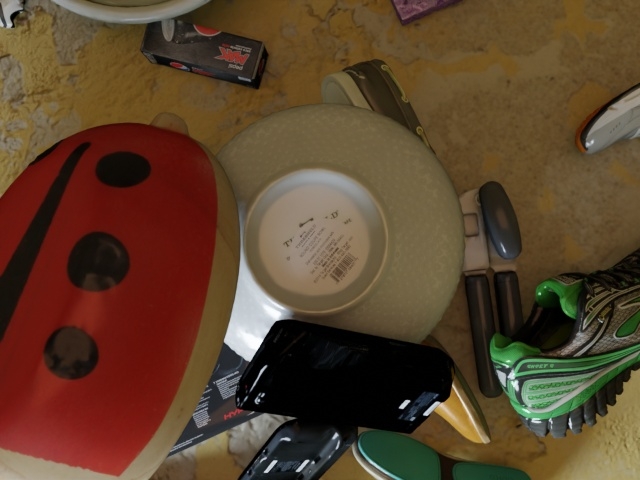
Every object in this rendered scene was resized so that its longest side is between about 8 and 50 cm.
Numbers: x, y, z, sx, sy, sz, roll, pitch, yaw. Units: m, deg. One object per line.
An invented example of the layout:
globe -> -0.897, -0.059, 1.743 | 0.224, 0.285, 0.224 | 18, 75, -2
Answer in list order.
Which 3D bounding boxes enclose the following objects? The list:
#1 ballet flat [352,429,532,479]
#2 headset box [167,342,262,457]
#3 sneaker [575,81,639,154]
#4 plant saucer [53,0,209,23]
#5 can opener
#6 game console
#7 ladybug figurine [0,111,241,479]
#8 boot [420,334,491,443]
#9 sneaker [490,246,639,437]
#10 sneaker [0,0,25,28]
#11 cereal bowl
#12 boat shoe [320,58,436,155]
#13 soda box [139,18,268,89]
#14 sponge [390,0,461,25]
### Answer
ballet flat -> 0.155, 0.321, 0.883 | 0.249, 0.086, 0.086 | 16, 88, 4
headset box -> -0.207, 0.126, 0.904 | 0.218, 0.110, 0.293 | -26, 85, 2
sneaker -> 0.468, -0.167, 0.878 | 0.263, 0.099, 0.121 | -29, 89, 3
plant saucer -> -0.249, -0.487, 0.949 | 0.401, 0.100, 0.399 | 0, 86, 4
can opener -> 0.229, 0.066, 0.880 | 0.076, 0.095, 0.283 | -7, 86, 5
game console -> -0.014, 0.221, 0.792 | 0.213, 0.361, 0.043 | 14, 43, -19
ladybug figurine -> -0.246, 0.063, 0.668 | 0.305, 0.162, 0.448 | 11, 75, 27
boot -> 0.064, 0.186, 0.894 | 0.211, 0.104, 0.295 | -36, 80, 7
sneaker -> 0.358, 0.081, 0.817 | 0.344, 0.134, 0.146 | -39, 107, -10
sneaker -> -0.452, -0.364, 0.994 | 0.044, 0.040, 0.109 | 27, 93, -11
cereal bowl -> 0.000, 0.000, 0.770 | 0.339, 0.141, 0.338 | 0, 88, 5
boat shoe -> 0.113, -0.099, 0.894 | 0.091, 0.109, 0.304 | -30, 92, -22
soda box -> -0.163, -0.267, 0.953 | 0.169, 0.053, 0.060 | 15, 88, 5
sponge -> 0.188, -0.397, 0.943 | 0.210, 0.031, 0.117 | -23, 85, 3
